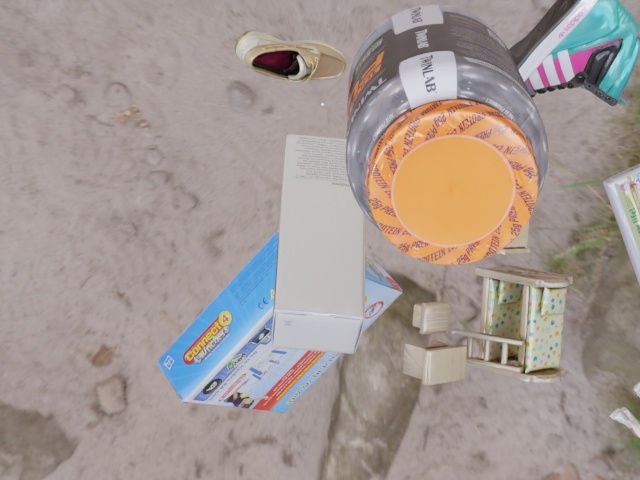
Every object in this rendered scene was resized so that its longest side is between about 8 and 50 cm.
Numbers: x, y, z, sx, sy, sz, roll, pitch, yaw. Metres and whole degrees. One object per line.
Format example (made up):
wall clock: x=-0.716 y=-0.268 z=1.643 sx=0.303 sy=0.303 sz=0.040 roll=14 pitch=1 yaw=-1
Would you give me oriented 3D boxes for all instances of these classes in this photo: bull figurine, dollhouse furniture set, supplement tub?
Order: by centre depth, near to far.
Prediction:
supplement tub: x=0.073 y=-0.068 z=0.620 sx=0.117 sy=0.190 sz=0.117 roll=1 pitch=116 yaw=2
dollhouse furniture set: x=0.179 y=0.055 z=1.057 sx=0.161 sy=0.101 sz=0.181 roll=-3 pitch=98 yaw=-37
bull figurine: x=0.585 y=0.332 z=1.690 sx=0.101 sy=0.310 sz=0.188 roll=-47 pitch=69 yaw=1

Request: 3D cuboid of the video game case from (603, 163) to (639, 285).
video game case: x=0.491 y=-0.025 z=1.320 sx=0.193 sy=0.023 sz=0.212 roll=-25 pitch=109 yaw=1

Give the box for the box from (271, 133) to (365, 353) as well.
box: x=0.000 y=0.000 z=1.279 sx=0.113 sy=0.094 sz=0.275 roll=6 pitch=56 yaw=-3

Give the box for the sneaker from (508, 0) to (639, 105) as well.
sneaker: x=0.384 y=-0.255 z=1.552 sx=0.178 sy=0.123 sz=0.295 roll=31 pitch=140 yaw=-11

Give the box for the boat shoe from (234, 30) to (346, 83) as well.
boat shoe: x=-0.029 y=-0.195 z=1.121 sx=0.135 sy=0.045 sz=0.050 roll=2 pitch=130 yaw=-28

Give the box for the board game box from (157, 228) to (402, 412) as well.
board game box: x=-0.056 y=0.135 z=1.616 sx=0.308 sy=0.302 sz=0.086 roll=-46 pitch=62 yaw=11
